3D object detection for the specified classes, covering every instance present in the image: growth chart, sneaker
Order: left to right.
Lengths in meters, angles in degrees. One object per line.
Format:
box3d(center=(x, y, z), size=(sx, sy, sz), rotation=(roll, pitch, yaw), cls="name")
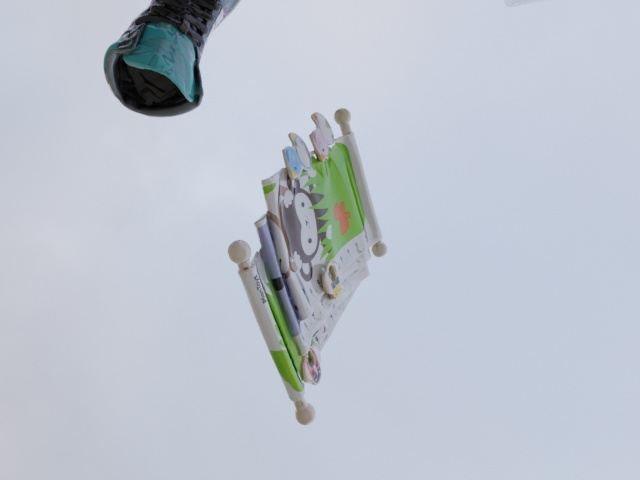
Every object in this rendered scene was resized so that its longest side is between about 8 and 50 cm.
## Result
box3d(center=(-0.170, -0.260, 0.690), size=(0.124, 0.178, 0.295), rotation=(24, -51, -30), cls="sneaker")
box3d(center=(0.000, 0.000, 0.461), size=(0.021, 0.237, 0.171), rotation=(-6, -60, 29), cls="growth chart")

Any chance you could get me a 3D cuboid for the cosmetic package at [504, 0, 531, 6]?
box3d(center=(0.236, -0.390, 0.437), size=(0.197, 0.155, 0.365), rotation=(-6, -71, 13), cls="cosmetic package")
